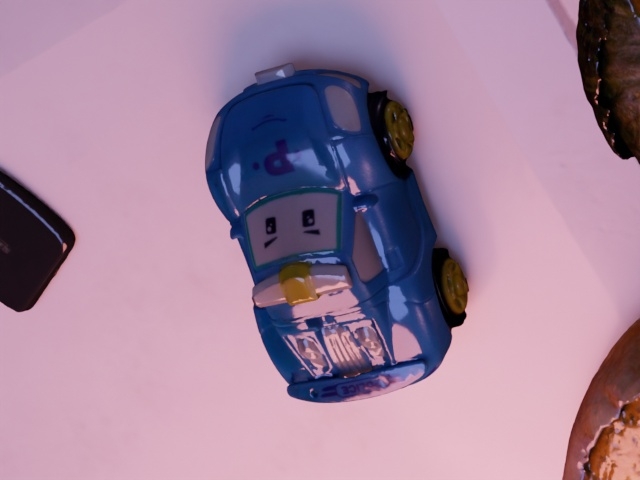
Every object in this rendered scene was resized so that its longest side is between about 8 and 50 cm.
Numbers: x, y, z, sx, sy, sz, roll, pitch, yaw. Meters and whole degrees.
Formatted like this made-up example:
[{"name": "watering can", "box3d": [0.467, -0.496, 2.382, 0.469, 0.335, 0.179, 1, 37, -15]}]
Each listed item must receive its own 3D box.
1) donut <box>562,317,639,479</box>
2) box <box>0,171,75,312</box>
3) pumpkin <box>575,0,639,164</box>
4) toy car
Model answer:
[{"name": "donut", "box3d": [0.347, 0.211, 1.418, 0.299, 0.150, 0.317, -14, 109, 32]}, {"name": "box", "box3d": [-0.323, -0.002, 1.674, 0.126, 0.027, 0.125, 40, 122, 1]}, {"name": "pumpkin", "box3d": [0.339, -0.165, 1.178, 0.320, 0.192, 0.320, 19, 125, 29]}, {"name": "toy car", "box3d": [0.000, 0.000, 1.452, 0.198, 0.166, 0.314, -12, 110, 24]}]
